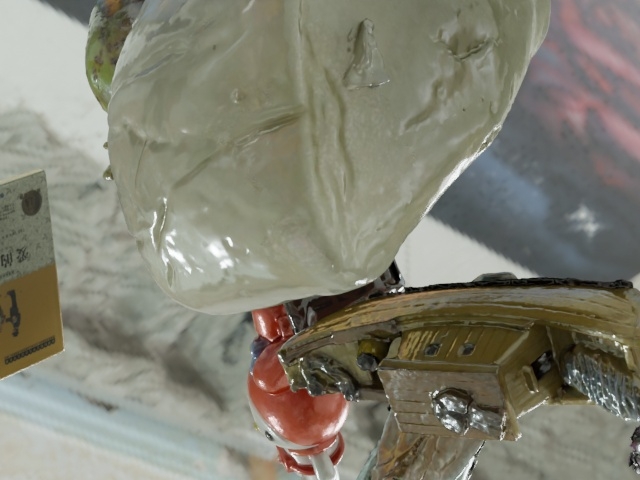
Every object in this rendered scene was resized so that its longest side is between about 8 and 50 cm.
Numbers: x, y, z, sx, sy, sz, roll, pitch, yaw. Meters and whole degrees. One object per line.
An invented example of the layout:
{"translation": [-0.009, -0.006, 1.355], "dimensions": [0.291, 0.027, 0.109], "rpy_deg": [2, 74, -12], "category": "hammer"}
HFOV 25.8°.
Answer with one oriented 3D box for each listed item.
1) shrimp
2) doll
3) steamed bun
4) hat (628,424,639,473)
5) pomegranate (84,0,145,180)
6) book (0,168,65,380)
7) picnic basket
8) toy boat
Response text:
{"translation": [0.068, 0.222, 1.232], "dimensions": [0.110, 0.446, 0.221], "rpy_deg": [26, 170, 14], "category": "shrimp"}
{"translation": [-0.029, 0.190, 1.765], "dimensions": [0.161, 0.130, 0.290], "rpy_deg": [-119, 13, -56], "category": "doll"}
{"translation": [-0.011, -0.144, 1.019], "dimensions": [0.236, 0.247, 0.383], "rpy_deg": [54, -128, -26], "category": "steamed bun"}
{"translation": [0.267, 0.113, 0.859], "dimensions": [0.227, 0.129, 0.140], "rpy_deg": [5, -126, -38], "category": "hat"}
{"translation": [-0.188, -0.202, 1.669], "dimensions": [0.231, 0.286, 0.231], "rpy_deg": [15, -122, -24], "category": "pomegranate"}
{"translation": [-0.271, 0.035, 1.179], "dimensions": [0.118, 0.012, 0.172], "rpy_deg": [-25, -60, -45], "category": "book"}
{"translation": [0.000, 0.000, 1.524], "dimensions": [0.297, 0.129, 0.222], "rpy_deg": [-170, 58, -87], "category": "picnic basket"}
{"translation": [0.108, 0.096, 1.073], "dimensions": [0.121, 0.321, 0.089], "rpy_deg": [-54, -48, -46], "category": "toy boat"}
